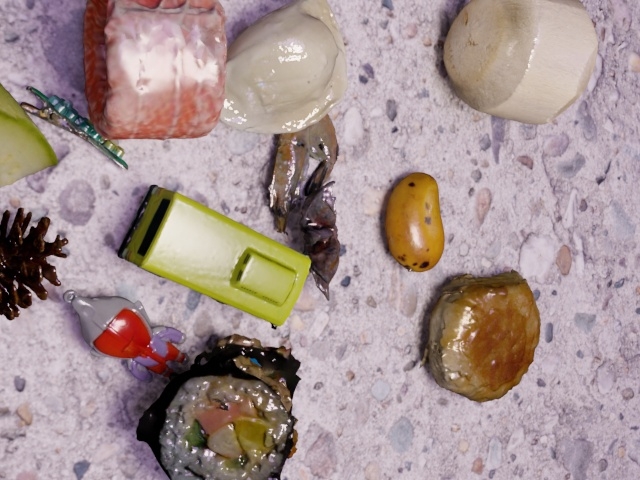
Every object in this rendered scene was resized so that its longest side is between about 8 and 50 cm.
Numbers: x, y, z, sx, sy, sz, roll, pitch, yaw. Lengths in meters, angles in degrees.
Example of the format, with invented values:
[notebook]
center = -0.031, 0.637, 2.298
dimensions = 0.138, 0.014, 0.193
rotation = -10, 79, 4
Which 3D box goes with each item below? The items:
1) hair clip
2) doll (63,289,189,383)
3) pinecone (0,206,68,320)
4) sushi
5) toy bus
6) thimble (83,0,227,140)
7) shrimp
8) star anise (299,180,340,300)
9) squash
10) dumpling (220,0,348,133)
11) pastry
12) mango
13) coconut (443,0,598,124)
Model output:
[hair clip]
center = -0.335, -0.157, 1.023
dimensions = 0.173, 0.049, 0.049
rotation = 35, 78, -26
[doll]
center = -0.284, 0.136, 1.065
dimensions = 0.102, 0.075, 0.227
rotation = -52, 126, -4
[pinecone]
center = -0.408, 0.026, 0.939
dimensions = 0.165, 0.163, 0.162
rotation = -17, 104, -36
[sushi]
center = -0.133, 0.261, 1.105
dimensions = 0.225, 0.218, 0.238
rotation = 37, 112, -5
[toy bus]
center = -0.147, 0.029, 1.088
dimensions = 0.262, 0.150, 0.128
rotation = 27, 83, -29
[thimble]
center = -0.225, -0.242, 0.964
dimensions = 0.162, 0.239, 0.239
rotation = -2, 96, -25
[shrimp]
center = -0.026, -0.115, 1.205
dimensions = 0.126, 0.047, 0.223
rotation = 15, 86, -40
[star anise]
center = 0.000, 0.000, 1.170
dimensions = 0.061, 0.204, 0.180
rotation = -3, 75, 3
[squash]
center = -0.500, -0.167, 0.940
dimensions = 0.237, 0.155, 0.204
rotation = -26, 145, -23
[dumpling]
center = -0.055, -0.255, 1.126
dimensions = 0.252, 0.131, 0.179
rotation = -42, 119, -14
[pastry]
center = 0.304, 0.180, 1.380
dimensions = 0.257, 0.121, 0.235
rotation = -8, 103, -31
[mango]
center = 0.167, -0.032, 1.295
dimensions = 0.115, 0.090, 0.178
rotation = -7, 96, -39
[coconut]
center = 0.366, -0.329, 1.292
dimensions = 0.266, 0.237, 0.237
rotation = 9, 91, -30
